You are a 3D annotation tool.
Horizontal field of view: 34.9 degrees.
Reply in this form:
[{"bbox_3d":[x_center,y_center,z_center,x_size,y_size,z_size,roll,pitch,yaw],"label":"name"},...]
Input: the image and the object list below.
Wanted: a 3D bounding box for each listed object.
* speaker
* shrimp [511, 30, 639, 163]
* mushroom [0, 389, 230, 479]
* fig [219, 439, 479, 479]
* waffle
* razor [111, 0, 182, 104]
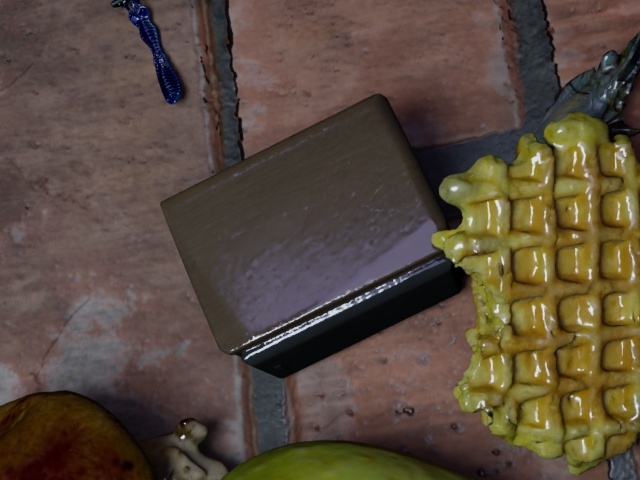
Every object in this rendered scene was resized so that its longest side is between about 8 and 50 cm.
[{"bbox_3d":[0.000,0.000,0.967,0.231,0.153,0.192,-26,71,6],"label":"speaker"},{"bbox_3d":[0.267,-0.051,0.964,0.178,0.075,0.289,36,86,10],"label":"shrimp"},{"bbox_3d":[-0.248,0.298,0.944,0.345,0.259,0.345,5,99,32],"label":"mushroom"},{"bbox_3d":[0.052,0.289,0.838,0.326,0.258,0.258,-2,76,-1],"label":"fig"},{"bbox_3d":[0.220,0.048,0.885,0.282,0.058,0.300,-30,102,-15],"label":"waffle"},{"bbox_3d":[-0.183,-0.212,1.125,0.044,0.028,0.154,-30,71,13],"label":"razor"}]
